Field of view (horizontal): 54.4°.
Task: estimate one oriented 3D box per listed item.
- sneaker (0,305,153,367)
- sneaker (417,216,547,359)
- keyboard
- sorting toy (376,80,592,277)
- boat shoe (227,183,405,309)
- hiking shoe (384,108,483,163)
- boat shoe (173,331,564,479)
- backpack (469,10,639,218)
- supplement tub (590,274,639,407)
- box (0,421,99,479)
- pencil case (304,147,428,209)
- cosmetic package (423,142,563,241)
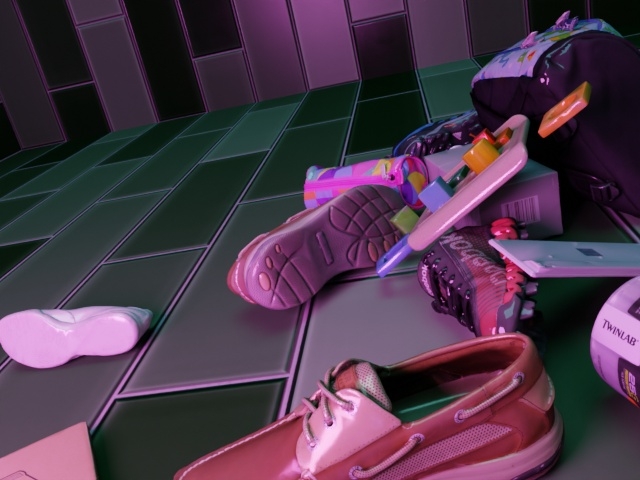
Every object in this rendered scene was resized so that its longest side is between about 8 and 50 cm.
[{"bbox_3d":[-0.339,0.125,0.875,0.212,0.080,0.094,-2,12,8],"label":"sneaker"},{"bbox_3d":[0.175,0.056,0.696,0.134,0.098,0.276,-7,21,14],"label":"sneaker"},{"bbox_3d":[0.301,0.019,0.682,0.255,0.014,0.072,2,22,-28],"label":"keyboard"},{"bbox_3d":[0.186,-0.089,0.799,0.347,0.047,0.196,-43,6,28],"label":"sorting toy"},{"bbox_3d":[0.000,0.000,0.906,0.324,0.123,0.116,-22,9,-39],"label":"boat shoe"},{"bbox_3d":[0.287,-0.222,1.280,0.303,0.113,0.132,-19,23,-13],"label":"hiking shoe"},{"bbox_3d":[0.036,0.152,0.512,0.323,0.120,0.122,-16,22,-7],"label":"boat shoe"},{"bbox_3d":[0.385,-0.209,0.989,0.273,0.290,0.355,-47,15,-8],"label":"backpack"},{"bbox_3d":[0.311,0.106,0.470,0.116,0.117,0.190,-17,22,-10],"label":"supplement tub"},{"bbox_3d":[-0.283,0.259,0.569,0.164,0.021,0.201,-21,24,-19],"label":"box"},{"bbox_3d":[0.074,-0.094,1.081,0.236,0.105,0.104,-4,22,43],"label":"pencil case"},{"bbox_3d":[0.258,-0.077,0.968,0.127,0.107,0.238,-15,19,-2],"label":"cosmetic package"}]
